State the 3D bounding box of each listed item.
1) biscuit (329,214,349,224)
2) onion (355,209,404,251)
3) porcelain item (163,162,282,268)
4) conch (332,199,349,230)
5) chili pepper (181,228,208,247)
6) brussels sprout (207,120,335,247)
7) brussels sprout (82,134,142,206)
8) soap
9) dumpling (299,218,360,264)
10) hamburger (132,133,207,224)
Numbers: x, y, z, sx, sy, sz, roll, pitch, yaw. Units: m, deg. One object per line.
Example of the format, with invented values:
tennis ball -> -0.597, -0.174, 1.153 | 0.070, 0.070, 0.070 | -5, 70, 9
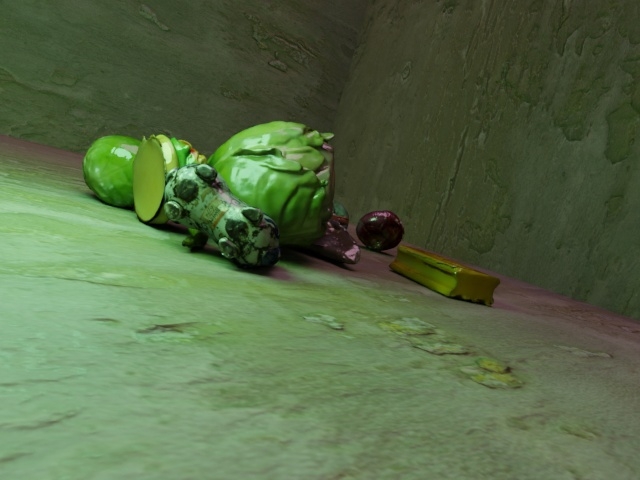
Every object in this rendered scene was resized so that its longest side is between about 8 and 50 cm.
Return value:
biscuit -> -0.028, -0.089, 1.597 | 0.250, 0.036, 0.166 | 11, -6, -32
onion -> 0.273, -0.028, 2.165 | 0.230, 0.229, 0.163 | 16, 42, -1
porcelain item -> -0.200, -0.049, 1.010 | 0.288, 0.138, 0.186 | 36, -1, 10
conch -> 0.038, -0.083, 2.060 | 0.196, 0.220, 0.277 | -21, -12, -11
chili pepper -> -0.275, -0.007, 1.047 | 0.043, 0.048, 0.208 | -22, 18, -6
brussels sprout -> -0.143, -0.150, 1.293 | 0.362, 0.341, 0.425 | 4, 4, 5
brussels sprout -> -0.544, -0.193, 1.314 | 0.244, 0.243, 0.244 | 16, 6, -2
soap -> 0.399, 0.108, 1.538 | 0.204, 0.096, 0.324 | 14, 6, -29
dumpling -> -0.002, 0.005, 1.482 | 0.333, 0.085, 0.166 | 19, 38, 27
hamburger -> -0.366, -0.146, 1.171 | 0.149, 0.236, 0.237 | -1, 16, -42
